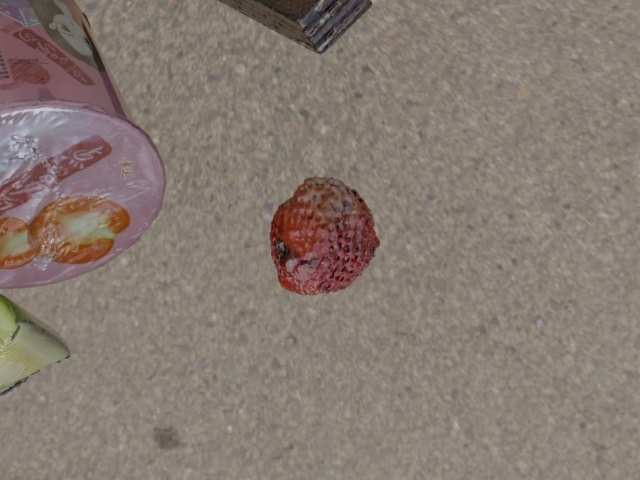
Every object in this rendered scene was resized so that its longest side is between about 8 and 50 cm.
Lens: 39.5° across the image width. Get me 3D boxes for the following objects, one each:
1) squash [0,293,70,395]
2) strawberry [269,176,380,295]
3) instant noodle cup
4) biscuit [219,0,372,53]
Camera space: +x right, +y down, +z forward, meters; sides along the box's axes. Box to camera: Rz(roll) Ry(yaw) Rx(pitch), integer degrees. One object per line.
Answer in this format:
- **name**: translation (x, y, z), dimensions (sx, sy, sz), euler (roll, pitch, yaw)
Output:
- **squash**: translation (-0.422, 0.125, 1.095), dimensions (0.169, 0.252, 0.093), euler (-29, 78, -10)
- **strawberry**: translation (0.000, 0.000, 0.650), dimensions (0.083, 0.096, 0.083), euler (18, 135, 19)
- **instant noodle cup**: translation (-0.294, -0.113, 0.858), dimensions (0.243, 0.231, 0.243), euler (-17, 144, -13)
- **biscuit**: translation (-0.082, -0.377, 1.278), dimensions (0.107, 0.388, 0.073), euler (-45, 136, -6)
